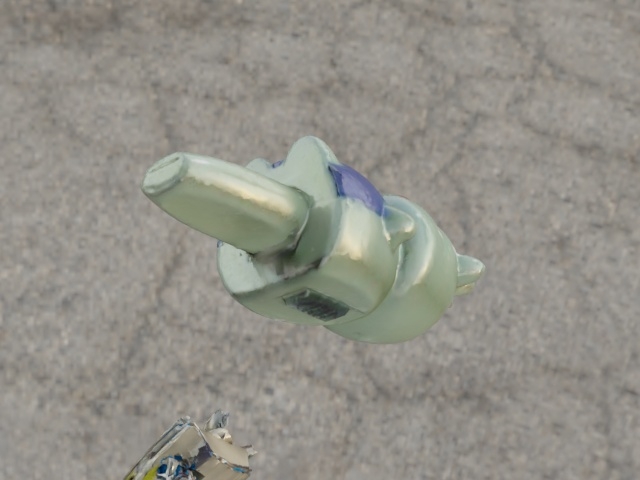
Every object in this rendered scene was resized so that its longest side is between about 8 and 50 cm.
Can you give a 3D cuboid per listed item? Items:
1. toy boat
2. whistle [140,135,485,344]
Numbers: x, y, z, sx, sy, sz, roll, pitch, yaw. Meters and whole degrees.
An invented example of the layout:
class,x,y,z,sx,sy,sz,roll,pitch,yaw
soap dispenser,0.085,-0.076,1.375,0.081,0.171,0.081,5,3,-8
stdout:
class,x,y,z,sx,sy,sz,roll,pitch,yaw
toy boat,-0.139,0.213,0.971,0.084,0.210,0.066,34,21,-49
whistle,0.000,0.000,0.714,0.244,0.110,0.092,26,55,-42
